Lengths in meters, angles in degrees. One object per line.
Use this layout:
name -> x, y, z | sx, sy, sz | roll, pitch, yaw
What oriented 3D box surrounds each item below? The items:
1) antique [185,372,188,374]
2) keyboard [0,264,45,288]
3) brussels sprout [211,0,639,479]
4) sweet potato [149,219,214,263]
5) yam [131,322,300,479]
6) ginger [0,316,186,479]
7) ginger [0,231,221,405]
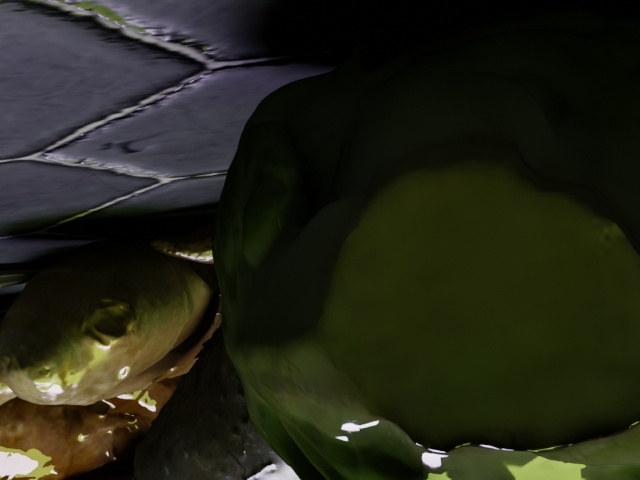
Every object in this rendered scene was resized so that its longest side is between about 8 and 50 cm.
antique -> -0.092, 0.102, 1.464 | 0.224, 0.129, 0.278 | -8, 173, 13
keyboard -> -0.262, 0.035, 1.092 | 0.129, 0.015, 0.049 | -14, 178, 37
brussels sprout -> 0.068, 0.013, 0.546 | 0.244, 0.244, 0.244 | -10, 174, -1
sweet potato -> 0.000, -0.001, 0.965 | 0.226, 0.068, 0.068 | 0, 172, -13
yam -> -0.027, 0.122, 1.015 | 0.154, 0.154, 0.254 | -4, 147, -45
ginger -> -0.240, 0.216, 1.330 | 0.274, 0.357, 0.152 | -8, -161, -17
ginger -> -0.134, 0.056, 1.094 | 0.348, 0.122, 0.363 | -17, 169, -37
